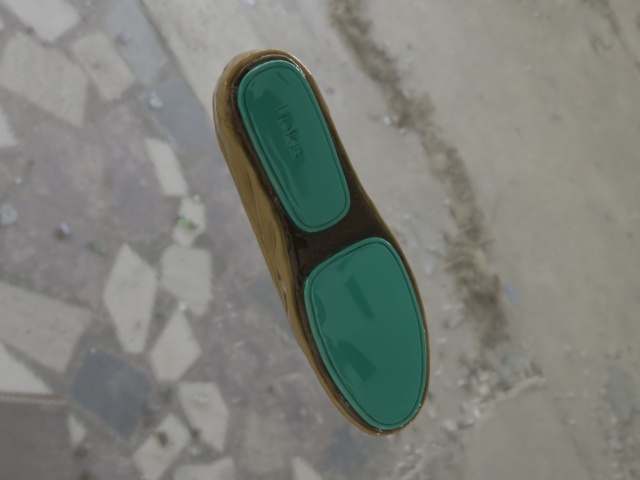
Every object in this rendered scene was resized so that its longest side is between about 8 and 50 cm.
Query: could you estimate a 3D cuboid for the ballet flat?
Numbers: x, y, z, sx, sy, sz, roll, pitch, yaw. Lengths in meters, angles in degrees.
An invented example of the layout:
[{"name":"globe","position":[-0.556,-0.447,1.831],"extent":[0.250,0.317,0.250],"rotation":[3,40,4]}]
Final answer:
[{"name":"ballet flat","position":[0.000,0.000,0.796],"extent":[0.080,0.073,0.232],"rotation":[-22,99,-20]}]
